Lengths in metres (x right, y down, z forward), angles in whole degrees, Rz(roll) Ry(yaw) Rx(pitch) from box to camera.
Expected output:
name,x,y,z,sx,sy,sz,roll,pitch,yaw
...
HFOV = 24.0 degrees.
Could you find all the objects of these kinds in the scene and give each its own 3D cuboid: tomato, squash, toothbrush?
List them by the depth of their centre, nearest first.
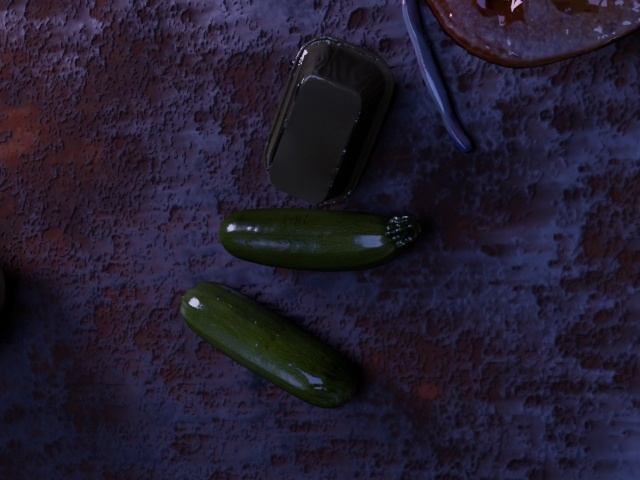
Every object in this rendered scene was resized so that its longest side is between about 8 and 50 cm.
name,x,y,z,sx,sy,sz,roll,pitch,yaw
tomato,0.218,-0.319,1.336,0.338,0.143,0.338,8,102,37
toothbrush,0.098,-0.210,1.504,0.027,0.021,0.269,-29,78,46
squash,0.000,0.000,1.566,0.252,0.066,0.066,3,97,35
squash,-0.059,0.111,1.619,0.239,0.069,0.069,30,111,29

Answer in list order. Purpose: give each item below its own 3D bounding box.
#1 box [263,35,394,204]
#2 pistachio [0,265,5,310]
name,x,y,z,sx,sy,sz,roll,pitch,yaw
box,0.003,-0.118,1.539,0.111,0.111,0.177,35,117,27
pistachio,-0.546,0.074,1.865,0.321,0.229,0.238,-12,130,30
